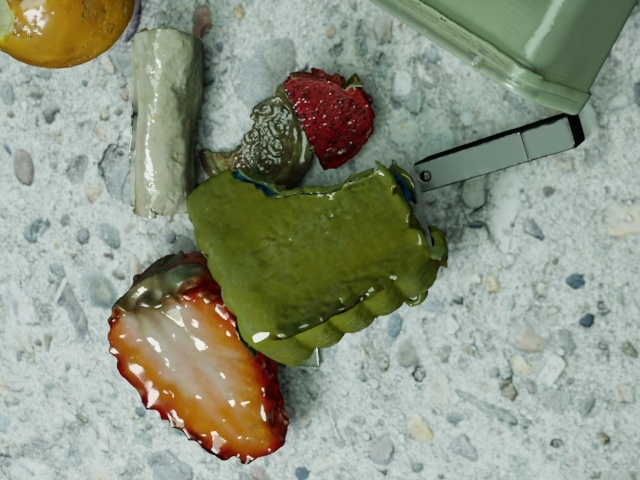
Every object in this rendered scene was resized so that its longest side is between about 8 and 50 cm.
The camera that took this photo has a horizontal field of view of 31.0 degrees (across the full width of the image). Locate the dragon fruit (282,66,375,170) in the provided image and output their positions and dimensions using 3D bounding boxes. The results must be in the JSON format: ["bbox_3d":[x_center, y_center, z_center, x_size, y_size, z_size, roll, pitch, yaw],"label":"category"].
[{"bbox_3d":[0.023,-0.189,1.617,0.106,0.083,0.162,-16,122,15],"label":"dragon fruit"}]

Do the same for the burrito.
[{"bbox_3d":[-0.229,-0.178,1.691,0.105,0.143,0.299,5,111,-2],"label":"burrito"}]

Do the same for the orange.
[{"bbox_3d":[-0.385,-0.366,1.657,0.240,0.240,0.240,5,105,21],"label":"orange"}]

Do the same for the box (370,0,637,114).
[{"bbox_3d":[0.235,-0.386,1.377,0.352,0.177,0.344,41,114,33],"label":"box"}]

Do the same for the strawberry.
[{"bbox_3d":[-0.159,0.171,1.744,0.265,0.149,0.336,-26,103,31],"label":"strawberry"}]

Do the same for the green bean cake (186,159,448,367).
[{"bbox_3d":[0.000,0.000,1.594,0.310,0.202,0.285,-25,67,3],"label":"green bean cake"}]

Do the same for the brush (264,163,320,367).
[{"bbox_3d":[-0.055,0.041,1.736,0.090,0.017,0.314,-3,101,20],"label":"brush"}]

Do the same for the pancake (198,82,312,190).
[{"bbox_3d":[-0.092,-0.146,1.698,0.184,0.020,0.190,23,105,23],"label":"pancake"}]

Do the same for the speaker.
[{"bbox_3d":[0.238,-0.118,1.541,0.218,0.082,0.044,-17,96,24],"label":"speaker"}]
